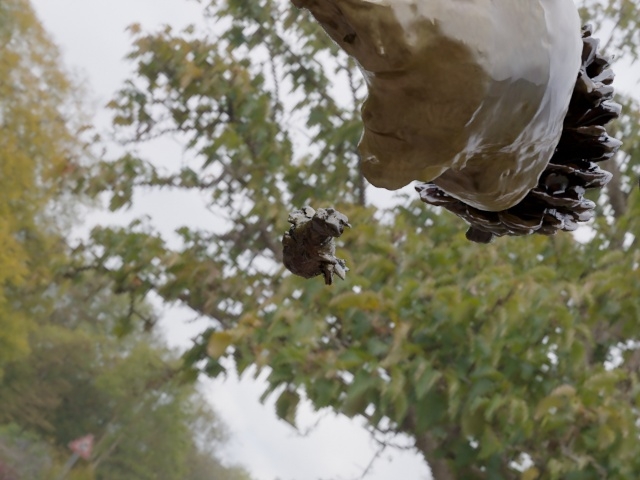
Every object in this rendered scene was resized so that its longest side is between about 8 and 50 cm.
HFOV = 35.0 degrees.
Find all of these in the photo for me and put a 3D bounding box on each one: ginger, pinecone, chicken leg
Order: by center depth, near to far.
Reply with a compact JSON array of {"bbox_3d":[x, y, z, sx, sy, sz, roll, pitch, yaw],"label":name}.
[{"bbox_3d":[0.089,-0.131,0.673,0.123,0.219,0.270,27,4,29],"label":"ginger"},{"bbox_3d":[0.221,-0.117,1.103,0.224,0.224,0.273,26,-71,20],"label":"pinecone"},{"bbox_3d":[-0.006,-0.004,1.602,0.125,0.080,0.196,38,-30,22],"label":"chicken leg"}]

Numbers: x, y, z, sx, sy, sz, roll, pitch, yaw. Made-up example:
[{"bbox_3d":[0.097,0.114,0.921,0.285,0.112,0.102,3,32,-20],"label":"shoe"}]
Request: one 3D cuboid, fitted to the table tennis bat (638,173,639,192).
[{"bbox_3d":[0.705,-0.150,1.911,0.153,0.244,0.040,56,-2,-26],"label":"table tennis bat"}]
